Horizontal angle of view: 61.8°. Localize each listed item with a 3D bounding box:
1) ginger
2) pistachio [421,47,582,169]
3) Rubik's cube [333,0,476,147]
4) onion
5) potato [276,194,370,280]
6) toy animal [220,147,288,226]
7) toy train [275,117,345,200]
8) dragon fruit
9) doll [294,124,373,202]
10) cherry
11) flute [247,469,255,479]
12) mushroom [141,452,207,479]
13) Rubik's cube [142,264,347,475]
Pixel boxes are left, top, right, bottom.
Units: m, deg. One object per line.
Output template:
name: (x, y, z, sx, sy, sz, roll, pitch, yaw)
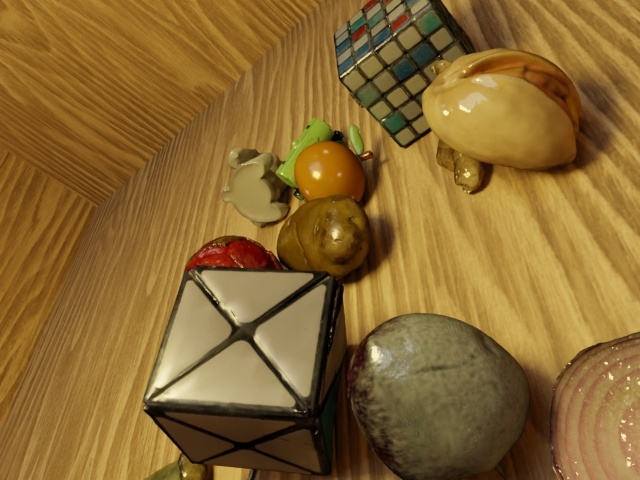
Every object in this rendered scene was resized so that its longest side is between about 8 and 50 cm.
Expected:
ginger: (0.312, -0.262, 1.230, 0.148, 0.081, 0.333, 135, 134, -78)
pistachio: (0.352, -0.250, 1.047, 0.230, 0.309, 0.230, 19, -90, -86)
Rubik's cube: (0.232, -0.481, 1.413, 0.293, 0.292, 0.287, -35, 36, 28)
onion: (0.406, 0.249, 0.653, 0.247, 0.111, 0.250, 135, 145, -56)
potato: (0.000, 0.000, 1.350, 0.176, 0.195, 0.369, -41, 15, -29)
toy animal: (-0.209, -0.204, 1.766, 0.206, 0.271, 0.265, -13, 29, 11)
toy train: (-0.030, -0.255, 1.640, 0.253, 0.157, 0.105, -57, 32, -9)
dragon fruit: (-0.222, 0.124, 1.386, 0.277, 0.277, 0.342, -61, 11, -14)
doll: (0.048, -0.187, 1.449, 0.236, 0.213, 0.213, -37, 34, 4)
cherry: (0.178, 0.242, 0.812, 0.255, 0.296, 0.218, -40, 5, 26)
flute: (-0.143, 0.489, 1.179, 0.014, 0.014, 0.269, -15, 47, 44)
mushroom: (-0.382, 0.606, 1.309, 0.312, 0.081, 0.100, -40, 30, 26)
Rubik's cube: (-0.111, 0.249, 1.028, 0.310, 0.305, 0.307, 2, 51, 10)
